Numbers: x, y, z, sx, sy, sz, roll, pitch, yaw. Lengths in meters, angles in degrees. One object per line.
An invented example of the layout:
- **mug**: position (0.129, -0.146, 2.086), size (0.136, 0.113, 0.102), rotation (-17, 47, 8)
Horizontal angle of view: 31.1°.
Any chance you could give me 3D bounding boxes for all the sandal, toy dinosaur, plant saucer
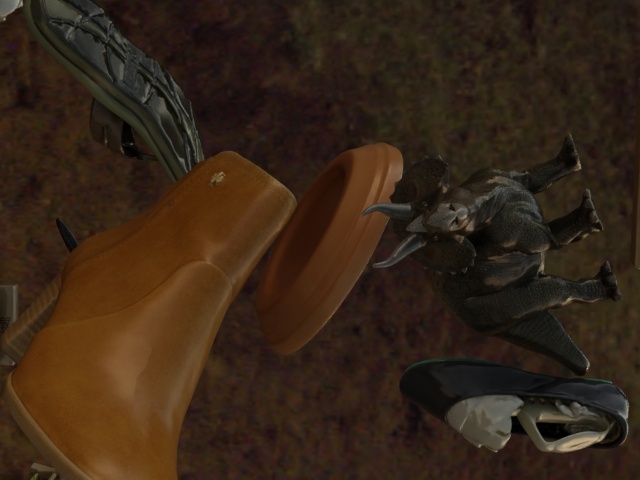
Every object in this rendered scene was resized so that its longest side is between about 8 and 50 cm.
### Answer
- **sandal**: position (-0.222, -0.155, 1.251), size (0.303, 0.086, 0.120), rotation (49, 27, -33)
- **toy dinosaur**: position (0.146, 0.012, 0.915), size (0.313, 0.160, 0.121), rotation (57, 19, -54)
- **plant saucer**: position (0.000, 0.000, 0.970), size (0.037, 0.200, 0.200), rotation (30, 62, -14)

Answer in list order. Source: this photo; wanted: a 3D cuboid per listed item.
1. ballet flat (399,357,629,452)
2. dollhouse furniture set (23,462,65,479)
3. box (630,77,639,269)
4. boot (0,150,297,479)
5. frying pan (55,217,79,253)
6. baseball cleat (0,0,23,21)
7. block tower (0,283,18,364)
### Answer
- **ballet flat**: position (0.168, 0.143, 0.964), size (0.203, 0.074, 0.074), rotation (8, 81, -12)
- **dollhouse furniture set**: position (-0.271, 0.255, 1.058), size (0.182, 0.101, 0.161), rotation (-61, 161, -57)
- **box**: position (0.386, -0.074, 1.121), size (0.021, 0.164, 0.201), rotation (-108, -170, -61)
- **boot**: position (-0.093, 0.042, 0.722), size (0.211, 0.295, 0.104), rotation (-43, 119, -6)
- **frying pan**: position (-0.374, 0.120, 2.028), size (0.053, 0.197, 0.326), rotation (-28, 81, -25)
- **baseball cleat**: position (-0.406, -0.371, 1.485), size (0.206, 0.072, 0.109), rotation (-94, 172, -48)
- **block tower**: position (-0.496, 0.088, 1.214), size (0.097, 0.335, 0.091), rotation (-146, -122, -83)
